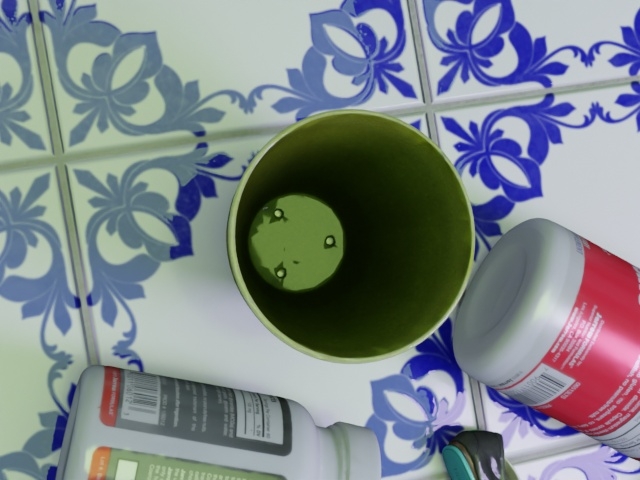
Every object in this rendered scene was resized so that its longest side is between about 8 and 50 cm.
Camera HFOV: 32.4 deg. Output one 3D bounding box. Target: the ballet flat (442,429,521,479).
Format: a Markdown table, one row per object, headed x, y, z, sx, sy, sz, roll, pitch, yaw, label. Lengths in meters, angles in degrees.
| x | y | z | sx | sy | sz | roll | pitch | yaw | label |
| --- | --- | --- | --- | --- | --- | --- | --- | --- | --- |
| 0.247 | 0.387 | 1.473 | 0.096 | 0.095 | 0.280 | -14 | 92 | -26 | ballet flat |

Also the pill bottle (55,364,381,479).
| x | y | z | sx | sy | sz | roll | pitch | yaw | label |
| --- | --- | --- | --- | --- | --- | --- | --- | --- | --- |
| -0.125 | 0.281 | 1.318 | 0.363 | 0.210 | 0.210 | 13 | 85 | -14 | pill bottle |

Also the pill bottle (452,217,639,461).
| x | y | z | sx | sy | sz | roll | pitch | yaw | label |
| --- | --- | --- | --- | --- | --- | --- | --- | --- | --- |
| 0.399 | 0.155 | 1.446 | 0.408 | 0.229 | 0.229 | 27 | 82 | -12 | pill bottle |

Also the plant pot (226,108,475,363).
| x | y | z | sx | sy | sz | roll | pitch | yaw | label |
| --- | --- | --- | --- | --- | --- | --- | --- | --- | --- |
| 0.000 | 0.000 | 1.315 | 0.275 | 0.293 | 0.274 | 1 | 88 | -15 | plant pot |
